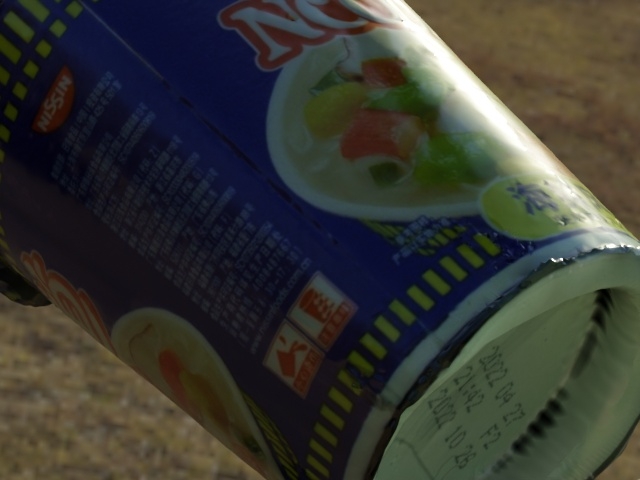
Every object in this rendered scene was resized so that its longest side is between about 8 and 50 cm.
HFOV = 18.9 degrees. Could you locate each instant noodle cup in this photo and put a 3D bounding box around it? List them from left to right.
[{"bbox_3d":[0.000,0.000,0.952,0.284,0.284,0.312,-8,39,-42],"label":"instant noodle cup"}]

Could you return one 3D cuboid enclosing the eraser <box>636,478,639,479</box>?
[{"bbox_3d":[0.199,0.117,0.553,0.290,0.189,0.104,-22,32,-9],"label":"eraser"}]
